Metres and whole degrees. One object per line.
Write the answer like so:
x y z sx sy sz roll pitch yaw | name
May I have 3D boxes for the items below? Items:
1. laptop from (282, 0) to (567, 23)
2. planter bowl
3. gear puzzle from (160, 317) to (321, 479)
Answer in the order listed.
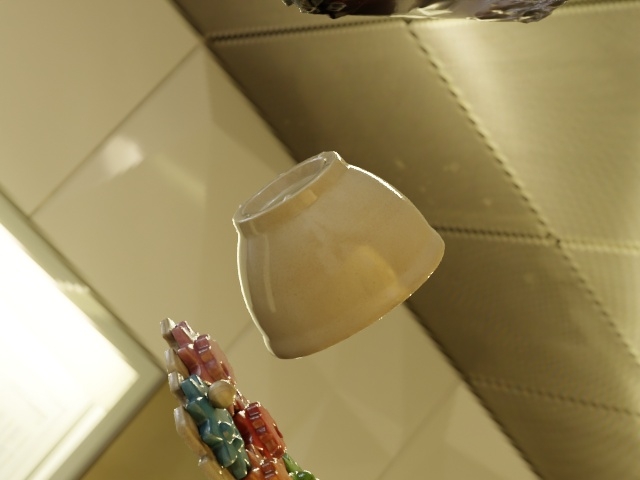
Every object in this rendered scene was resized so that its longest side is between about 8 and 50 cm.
0.057 -0.219 0.737 0.234 0.264 0.136 150 -65 -62 | laptop
0.000 0.000 1.101 0.109 0.162 0.162 57 -25 -14 | planter bowl
-0.017 0.211 1.148 0.339 0.044 0.175 56 6 -28 | gear puzzle
